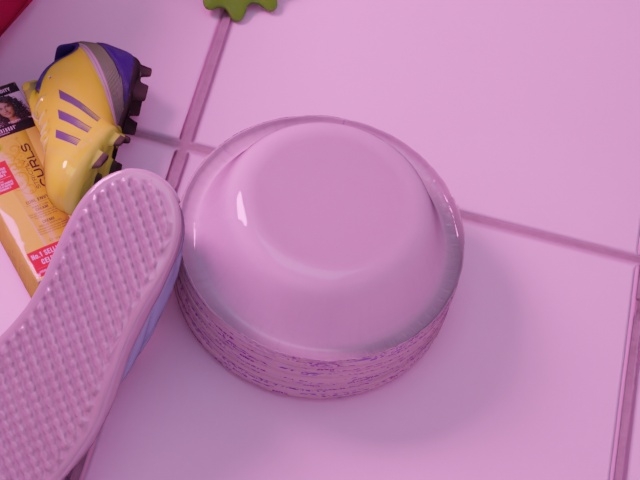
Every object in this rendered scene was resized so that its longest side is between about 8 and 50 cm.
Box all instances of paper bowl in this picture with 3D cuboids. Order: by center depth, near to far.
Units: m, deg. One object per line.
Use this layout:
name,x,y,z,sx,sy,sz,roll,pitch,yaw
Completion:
paper bowl,0.000,0.000,1.551,0.284,0.148,0.284,4,58,-7

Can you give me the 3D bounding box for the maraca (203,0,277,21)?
maraca,-0.104,-0.338,1.782,0.127,0.099,0.185,-20,88,-13

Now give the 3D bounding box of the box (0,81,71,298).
box,-0.295,-0.047,1.587,0.087,0.058,0.232,-22,64,-21

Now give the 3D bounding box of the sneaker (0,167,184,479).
sneaker,-0.227,0.111,1.460,0.135,0.150,0.366,34,85,9

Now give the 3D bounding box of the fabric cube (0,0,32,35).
fabric cube,-0.435,-0.331,1.596,0.259,0.258,0.254,18,44,6

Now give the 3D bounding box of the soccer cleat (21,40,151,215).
soccer cleat,-0.247,-0.113,1.574,0.121,0.093,0.289,17,30,-6
